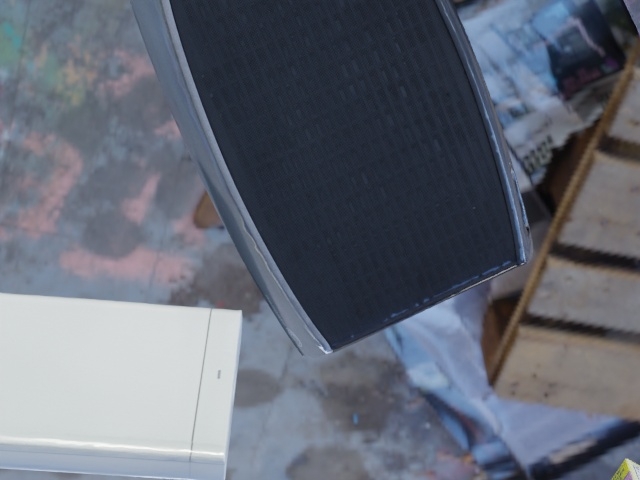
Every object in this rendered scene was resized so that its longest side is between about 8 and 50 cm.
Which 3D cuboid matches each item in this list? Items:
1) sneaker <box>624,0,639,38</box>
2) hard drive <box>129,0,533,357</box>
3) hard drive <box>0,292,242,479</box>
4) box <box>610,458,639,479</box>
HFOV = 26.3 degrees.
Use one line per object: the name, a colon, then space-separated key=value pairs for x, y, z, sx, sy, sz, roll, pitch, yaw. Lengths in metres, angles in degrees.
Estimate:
sneaker: x=0.181 y=-0.170 z=0.745 sx=0.095 sy=0.104 sz=0.236 roll=-36 pitch=119 yaw=-25
hard drive: x=0.011 y=-0.068 z=0.763 sx=0.172 sy=0.054 sz=0.254 roll=-24 pitch=106 yaw=-1
hard drive: x=-0.264 y=0.141 z=1.393 sx=0.353 sy=0.233 sz=0.047 roll=4 pitch=125 yaw=-1
box: x=0.416 y=0.448 z=1.825 sx=0.117 sy=0.243 sz=0.213 roll=29 pitch=106 yaw=-4
